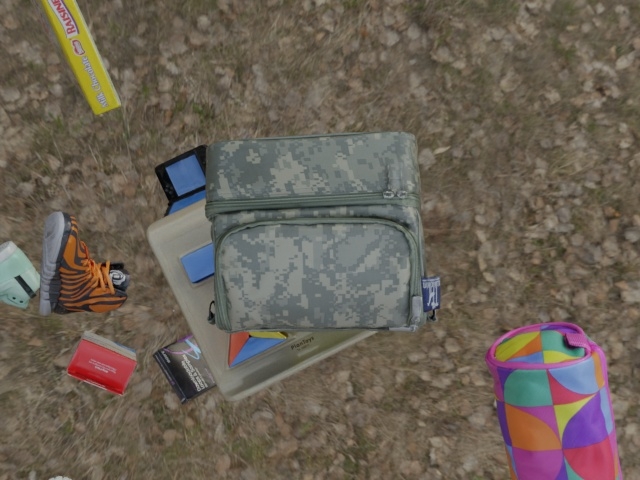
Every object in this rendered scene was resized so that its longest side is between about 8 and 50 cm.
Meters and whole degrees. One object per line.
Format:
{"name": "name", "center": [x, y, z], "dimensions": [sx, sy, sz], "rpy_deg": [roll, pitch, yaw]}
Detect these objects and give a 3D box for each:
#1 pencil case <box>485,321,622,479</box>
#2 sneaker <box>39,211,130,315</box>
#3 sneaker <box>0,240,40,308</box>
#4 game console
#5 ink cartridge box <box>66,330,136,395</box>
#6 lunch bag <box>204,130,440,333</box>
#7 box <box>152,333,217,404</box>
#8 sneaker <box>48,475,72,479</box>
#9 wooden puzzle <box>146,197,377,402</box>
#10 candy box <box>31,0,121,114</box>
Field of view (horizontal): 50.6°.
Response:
{"name": "pencil case", "center": [0.215, 0.192, 0.592], "dimensions": [0.104, 0.104, 0.236], "rpy_deg": [-19, 102, -13]}
{"name": "sneaker", "center": [-0.488, 0.050, 1.420], "dimensions": [0.180, 0.321, 0.124], "rpy_deg": [2, 57, -24]}
{"name": "sneaker", "center": [-0.772, 0.135, 1.572], "dimensions": [0.256, 0.094, 0.151], "rpy_deg": [-37, 118, -5]}
{"name": "game console", "center": [-0.263, -0.098, 1.283], "dimensions": [0.085, 0.144, 0.124], "rpy_deg": [-37, 107, -58]}
{"name": "ink cartridge box", "center": [-0.496, 0.277, 1.546], "dimensions": [0.134, 0.231, 0.078], "rpy_deg": [26, 82, -15]}
{"name": "lunch bag", "center": [0.000, 0.000, 0.921], "dimensions": [0.305, 0.212, 0.256], "rpy_deg": [-2, 83, 2]}
{"name": "box", "center": [-0.233, 0.238, 1.336], "dimensions": [0.162, 0.029, 0.116], "rpy_deg": [-24, 73, -42]}
{"name": "sneaker", "center": [-0.332, 0.403, 0.922], "dimensions": [0.063, 0.073, 0.162], "rpy_deg": [-39, 100, 9]}
{"name": "wooden puzzle", "center": [-0.093, 0.057, 1.162], "dimensions": [0.322, 0.080, 0.347], "rpy_deg": [-26, 83, -3]}
{"name": "candy box", "center": [-0.220, -0.180, 0.584], "dimensions": [0.027, 0.206, 0.105], "rpy_deg": [-24, 120, -16]}
